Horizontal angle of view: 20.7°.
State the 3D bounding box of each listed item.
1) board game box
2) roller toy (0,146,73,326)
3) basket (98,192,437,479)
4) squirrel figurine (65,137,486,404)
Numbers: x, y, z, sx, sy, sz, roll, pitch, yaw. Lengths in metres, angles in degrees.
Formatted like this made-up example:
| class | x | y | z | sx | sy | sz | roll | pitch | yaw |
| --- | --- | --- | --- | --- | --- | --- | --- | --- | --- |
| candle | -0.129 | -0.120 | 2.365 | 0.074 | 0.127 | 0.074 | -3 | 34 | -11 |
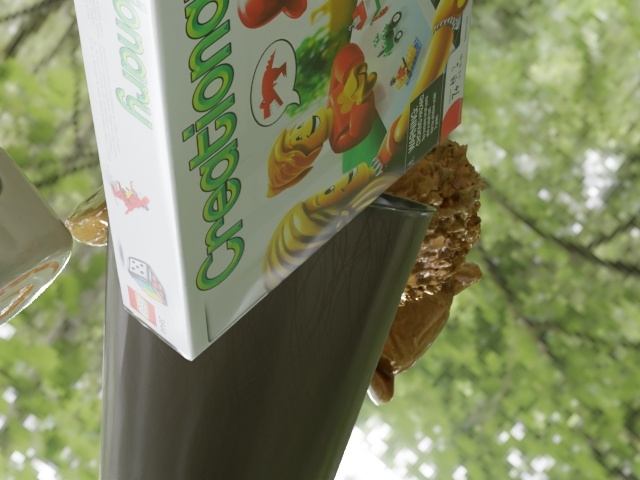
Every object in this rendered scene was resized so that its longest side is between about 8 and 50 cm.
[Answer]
| class | x | y | z | sx | sy | sz | roll | pitch | yaw |
| --- | --- | --- | --- | --- | --- | --- | --- | --- | --- |
| board game box | -0.011 | -0.104 | 0.717 | 0.053 | 0.305 | 0.193 | 36 | -118 | 24 |
| roller toy | -0.338 | 0.007 | 1.617 | 0.146 | 0.191 | 0.209 | 51 | -167 | 6 |
| basket | -0.052 | 0.071 | 1.043 | 0.204 | 0.227 | 0.154 | 14 | -174 | 22 |
| squirrel figurine | 0.000 | 0.000 | 1.787 | 0.370 | 0.281 | 0.397 | 44 | 162 | -15 |
